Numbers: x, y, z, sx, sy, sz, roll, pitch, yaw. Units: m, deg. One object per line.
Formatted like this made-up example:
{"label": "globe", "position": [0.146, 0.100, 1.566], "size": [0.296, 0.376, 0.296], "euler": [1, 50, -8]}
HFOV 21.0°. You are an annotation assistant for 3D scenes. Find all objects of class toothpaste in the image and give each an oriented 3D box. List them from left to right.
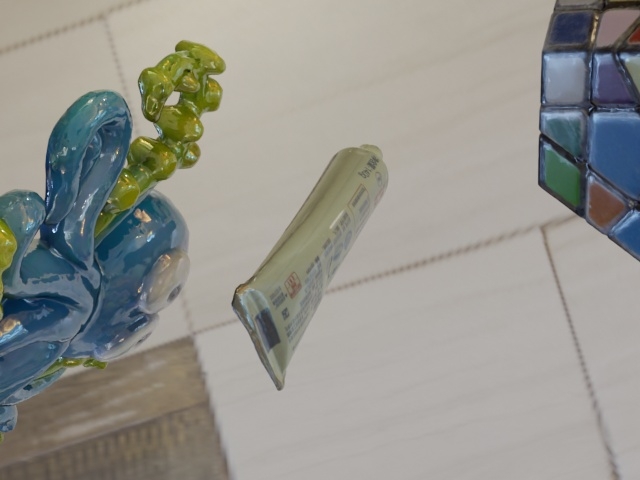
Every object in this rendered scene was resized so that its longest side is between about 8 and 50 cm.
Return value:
{"label": "toothpaste", "position": [0.000, 0.001, 1.218], "size": [0.047, 0.268, 0.069], "euler": [16, 124, 10]}

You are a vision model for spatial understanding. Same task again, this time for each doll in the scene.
{"label": "doll", "position": [-0.171, 0.036, 1.191], "size": [0.098, 0.341, 0.346], "euler": [34, 118, 9]}

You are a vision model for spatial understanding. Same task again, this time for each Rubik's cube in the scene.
{"label": "Rubik's cube", "position": [0.110, -0.041, 0.474], "size": [0.111, 0.093, 0.111], "euler": [0, 90, -13]}
